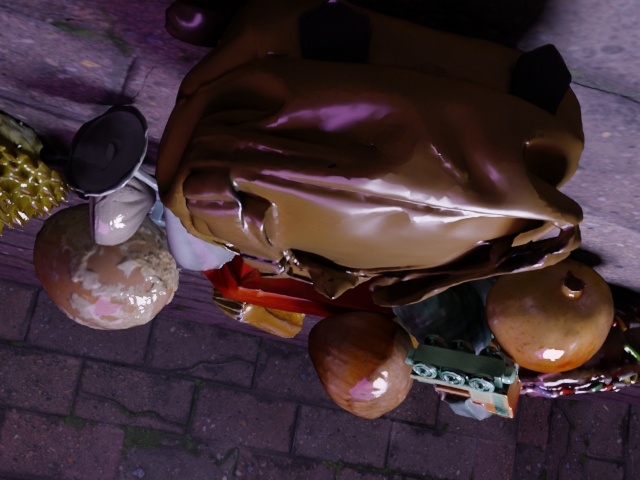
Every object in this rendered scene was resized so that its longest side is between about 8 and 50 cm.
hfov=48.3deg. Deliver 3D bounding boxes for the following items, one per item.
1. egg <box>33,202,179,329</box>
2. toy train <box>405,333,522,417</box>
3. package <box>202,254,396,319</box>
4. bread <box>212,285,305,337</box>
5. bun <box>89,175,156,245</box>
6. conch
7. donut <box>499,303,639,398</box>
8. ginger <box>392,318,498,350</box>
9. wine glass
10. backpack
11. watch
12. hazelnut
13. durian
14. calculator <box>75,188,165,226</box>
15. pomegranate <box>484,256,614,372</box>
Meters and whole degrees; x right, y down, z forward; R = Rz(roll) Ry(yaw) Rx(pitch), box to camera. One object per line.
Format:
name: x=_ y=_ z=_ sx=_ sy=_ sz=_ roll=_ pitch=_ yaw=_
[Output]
egg: x=-0.346 y=0.040 z=1.146 sx=0.245 sy=0.203 sz=0.203 roll=24 pitch=169 yaw=11
toy train: x=0.225 y=0.215 z=1.135 sx=0.176 sy=0.074 sz=0.118 roll=6 pitch=141 yaw=29
package: x=-0.028 y=0.072 z=1.360 sx=0.424 sy=0.123 sz=0.196 roll=12 pitch=164 yaw=-12
bread: x=-0.122 y=0.121 z=1.570 sx=0.119 sy=0.152 sz=0.288 roll=11 pitch=167 yaw=26
bun: x=-0.283 y=-0.060 z=1.020 sx=0.094 sy=0.138 sz=0.138 roll=0 pitch=171 yaw=-20
conch: x=0.240 y=0.126 z=1.261 sx=0.277 sy=0.220 sz=0.195 roll=-4 pitch=-171 yaw=-23
donut: x=0.477 y=0.191 z=1.294 sx=0.259 sy=0.136 sz=0.345 roll=-12 pitch=177 yaw=25
ginger: x=0.274 y=0.255 z=1.757 sx=0.418 sy=0.176 sz=0.254 roll=14 pitch=165 yaw=-37
wine glass: x=-0.202 y=-0.064 z=0.916 sx=0.156 sy=0.156 sz=0.232 roll=3 pitch=161 yaw=28
backpack: x=0.022 y=-0.062 z=0.616 sx=0.354 sy=0.201 sz=0.378 roll=14 pitch=164 yaw=-17
watch: x=0.431 y=0.358 z=1.927 sx=0.162 sy=0.253 sz=0.241 roll=30 pitch=150 yaw=-10
hazelnut: x=0.073 y=0.211 z=1.273 sx=0.214 sy=0.176 sz=0.214 roll=34 pitch=153 yaw=20
durian: x=-0.458 y=-0.102 z=1.005 sx=0.172 sy=0.166 sz=0.306 roll=-21 pitch=170 yaw=1
calculator: x=-0.273 y=-0.062 z=1.175 sx=0.299 sy=0.041 sz=0.185 roll=16 pitch=166 yaw=-13
pomegranate: x=0.353 y=0.108 z=1.101 sx=0.191 sy=0.191 sz=0.191 roll=10 pitch=166 yaw=3
